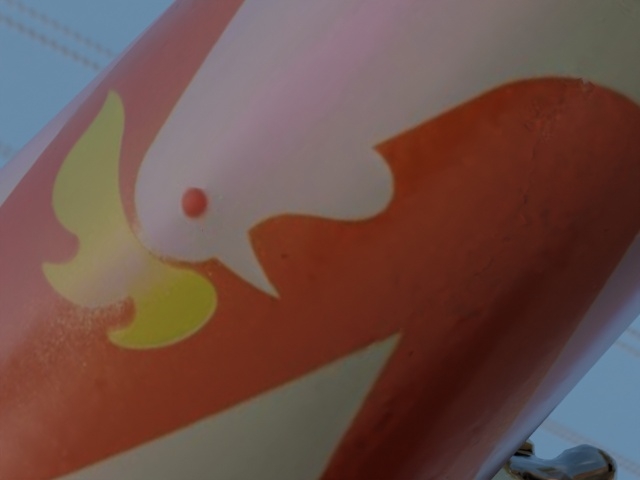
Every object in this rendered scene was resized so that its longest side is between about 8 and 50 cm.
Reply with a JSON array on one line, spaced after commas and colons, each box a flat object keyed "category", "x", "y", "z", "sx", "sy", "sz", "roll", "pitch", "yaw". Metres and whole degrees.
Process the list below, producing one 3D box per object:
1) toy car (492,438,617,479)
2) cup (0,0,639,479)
[{"category": "toy car", "x": 0.007, "y": 0.093, "z": 0.745, "sx": 0.124, "sy": 0.256, "sz": 0.101, "roll": -3, "pitch": -69, "yaw": -24}, {"category": "cup", "x": 0.000, "y": 0.000, "z": 0.553, "sx": 0.203, "sy": 0.288, "sz": 0.203, "roll": 35, "pitch": -154, "yaw": -20}]
